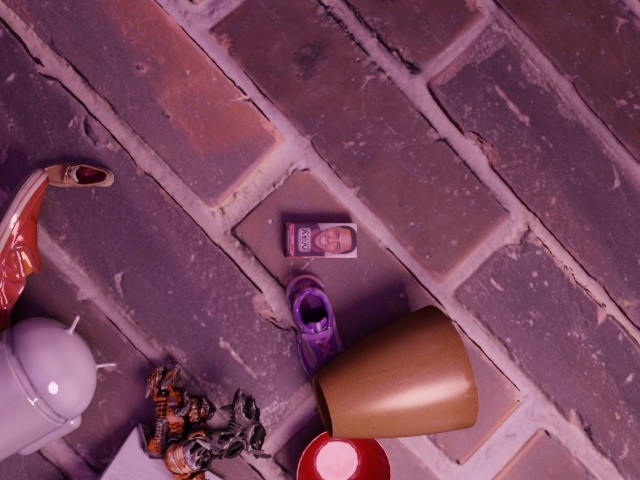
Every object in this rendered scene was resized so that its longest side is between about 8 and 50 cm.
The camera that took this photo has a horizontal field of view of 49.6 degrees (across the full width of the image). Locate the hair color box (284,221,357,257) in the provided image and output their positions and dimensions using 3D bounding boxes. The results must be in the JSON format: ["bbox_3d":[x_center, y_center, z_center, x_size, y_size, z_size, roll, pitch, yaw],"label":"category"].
[{"bbox_3d":[0.000,0.000,1.379,0.141,0.043,0.071,0,88,-8],"label":"hair color box"}]

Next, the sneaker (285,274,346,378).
[{"bbox_3d":[-0.003,0.183,1.344,0.095,0.104,0.236,-19,92,-9],"label":"sneaker"}]

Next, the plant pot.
[{"bbox_3d":[0.122,0.267,1.275,0.254,0.237,0.237,-15,90,-14],"label":"plant pot"}]

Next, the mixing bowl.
[{"bbox_3d":[0.038,0.442,1.344,0.182,0.098,0.181,0,88,-8],"label":"mixing bowl"}]

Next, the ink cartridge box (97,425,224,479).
[{"bbox_3d":[-0.310,0.493,1.269,0.223,0.045,0.224,34,49,-5],"label":"ink cartridge box"}]

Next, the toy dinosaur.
[{"bbox_3d":[-0.217,0.377,1.289,0.219,0.164,0.321,-22,90,-3],"label":"toy dinosaur"}]

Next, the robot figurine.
[{"bbox_3d":[-0.550,0.268,1.224,0.354,0.199,0.300,-31,133,-7],"label":"robot figurine"}]

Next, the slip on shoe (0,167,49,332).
[{"bbox_3d":[-0.566,0.024,1.282,0.101,0.123,0.331,21,85,-29],"label":"slip on shoe"}]

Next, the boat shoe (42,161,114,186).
[{"bbox_3d":[-0.466,-0.127,1.323,0.135,0.045,0.050,0,88,-7],"label":"boat shoe"}]
